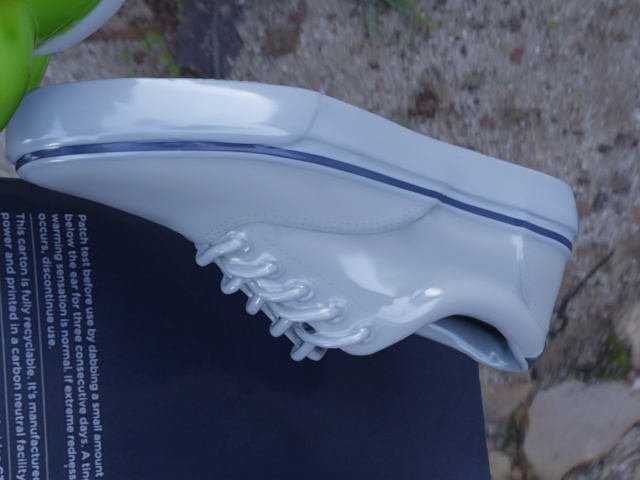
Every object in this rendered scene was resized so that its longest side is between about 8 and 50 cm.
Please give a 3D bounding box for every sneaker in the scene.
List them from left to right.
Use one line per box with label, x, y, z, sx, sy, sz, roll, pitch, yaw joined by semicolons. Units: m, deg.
sneaker;0.000;0.000;0.580;0.258;0.094;0.091;11;76;-29

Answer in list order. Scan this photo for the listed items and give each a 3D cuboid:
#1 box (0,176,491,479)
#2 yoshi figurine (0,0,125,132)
box;-0.141;0.090;0.784;0.312;0.343;0.179;2;78;-36
yoshi figurine;-0.141;-0.151;0.548;0.203;0.203;0.362;21;42;-8
